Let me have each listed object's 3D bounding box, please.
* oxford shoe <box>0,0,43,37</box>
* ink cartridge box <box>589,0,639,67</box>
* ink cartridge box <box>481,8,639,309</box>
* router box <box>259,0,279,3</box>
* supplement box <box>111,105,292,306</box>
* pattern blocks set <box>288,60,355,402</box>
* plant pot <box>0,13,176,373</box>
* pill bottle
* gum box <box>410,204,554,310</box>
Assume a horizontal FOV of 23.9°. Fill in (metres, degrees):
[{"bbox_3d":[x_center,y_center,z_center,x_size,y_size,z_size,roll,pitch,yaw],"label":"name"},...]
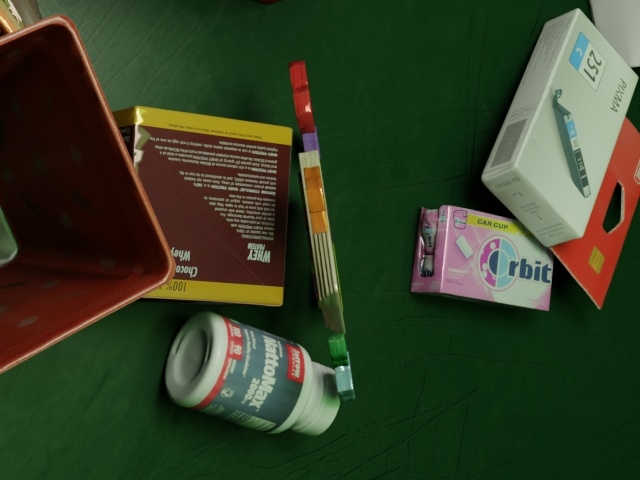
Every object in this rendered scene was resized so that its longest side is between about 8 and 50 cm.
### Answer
[{"bbox_3d":[-0.323,-0.265,1.510,0.133,0.130,0.364,-45,113,-35],"label":"oxford shoe"},{"bbox_3d":[0.498,-0.334,2.028,0.232,0.171,0.168,-16,97,-32],"label":"ink cartridge box"},{"bbox_3d":[0.345,-0.106,1.940,0.261,0.066,0.296,44,51,-24],"label":"ink cartridge box"},{"bbox_3d":[-0.087,-0.344,1.542,0.301,0.335,0.082,13,82,-31],"label":"router box"},{"bbox_3d":[-0.147,-0.030,1.613,0.191,0.129,0.194,5,85,-34],"label":"supplement box"},{"bbox_3d":[0.000,0.000,1.652,0.026,0.285,0.325,-9,58,1],"label":"pattern blocks set"},{"bbox_3d":[-0.343,-0.029,1.420,0.267,0.235,0.267,-30,105,-31],"label":"plant pot"},{"bbox_3d":[-0.070,0.154,1.672,0.180,0.108,0.108,22,77,-32],"label":"pill bottle"},{"bbox_3d":[0.200,0.023,1.882,0.188,0.062,0.107,10,83,-33],"label":"gum box"}]
